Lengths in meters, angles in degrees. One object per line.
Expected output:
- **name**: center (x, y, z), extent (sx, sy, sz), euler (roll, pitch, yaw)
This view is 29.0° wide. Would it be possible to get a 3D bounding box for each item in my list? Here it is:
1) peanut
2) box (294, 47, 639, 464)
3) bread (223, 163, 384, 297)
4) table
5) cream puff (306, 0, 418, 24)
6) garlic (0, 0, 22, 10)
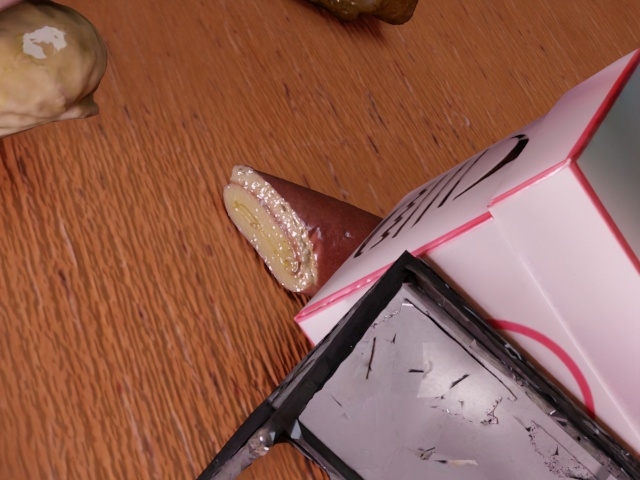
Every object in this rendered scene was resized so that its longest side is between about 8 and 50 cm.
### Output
- **peanut**: center (-0.319, -0.174, 1.020), extent (0.291, 0.159, 0.143), euler (34, -5, 10)
- **box**: center (0.217, 0.065, 1.105), extent (0.312, 0.300, 0.314), euler (56, 33, -7)
- **bread**: center (0.000, -0.001, 1.217), extent (0.192, 0.067, 0.119), euler (16, 42, -33)
- **table**: center (0.079, 0.237, 0.900), extent (0.335, 0.222, 0.272), euler (43, 34, 1)
- **cream puff**: center (0.021, -0.397, 1.609), extent (0.269, 0.155, 0.241), euler (7, 52, -50)
- **garlic**: center (-0.314, -0.211, 0.902), extent (0.148, 0.128, 0.266), euler (36, 59, 29)
